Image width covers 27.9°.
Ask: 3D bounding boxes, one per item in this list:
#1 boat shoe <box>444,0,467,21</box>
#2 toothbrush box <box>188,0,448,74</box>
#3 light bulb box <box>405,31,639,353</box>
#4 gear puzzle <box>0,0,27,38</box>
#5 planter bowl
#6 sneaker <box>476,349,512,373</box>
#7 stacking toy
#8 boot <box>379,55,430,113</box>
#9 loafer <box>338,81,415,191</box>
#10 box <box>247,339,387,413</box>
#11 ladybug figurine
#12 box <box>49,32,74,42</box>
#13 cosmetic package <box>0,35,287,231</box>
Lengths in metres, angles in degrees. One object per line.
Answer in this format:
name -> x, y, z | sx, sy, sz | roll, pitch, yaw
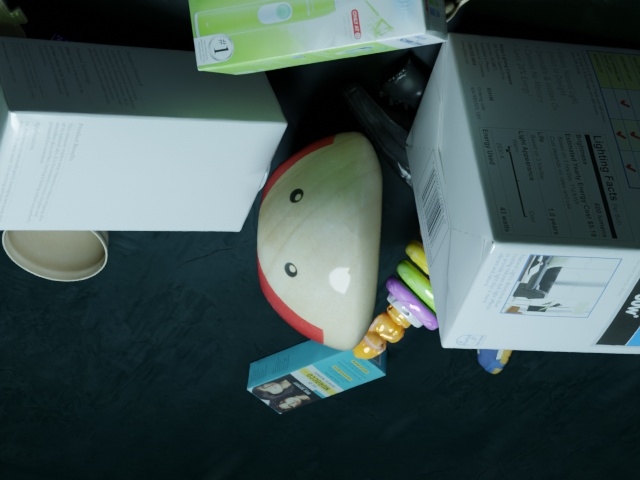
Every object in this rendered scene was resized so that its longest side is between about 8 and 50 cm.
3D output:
boat shoe -> 0.120, -0.321, 1.597 | 0.122, 0.110, 0.341 | 31, 134, -28
toothbrush box -> -0.009, -0.318, 1.515 | 0.283, 0.206, 0.122 | -6, -178, 18
light bulb box -> 0.330, -0.058, 1.661 | 0.361, 0.357, 0.225 | 3, 142, -12
gear puzzle -> -0.419, -0.199, 1.751 | 0.176, 0.044, 0.339 | -16, 137, 11
planter bowl -> -0.405, -0.028, 2.010 | 0.162, 0.109, 0.162 | 3, 140, 2
sneaker -> 0.277, 0.102, 2.113 | 0.131, 0.111, 0.296 | 19, 140, 12
stacking toy -> 0.160, 0.068, 1.914 | 0.302, 0.175, 0.166 | -46, 125, 1
boot -> 0.149, -0.218, 1.773 | 0.099, 0.045, 0.121 | 36, 130, -23
loafer -> 0.109, -0.154, 1.840 | 0.078, 0.076, 0.223 | -44, 120, 0
box -> -0.007, 0.232, 2.313 | 0.244, 0.060, 0.100 | -24, 132, 31
ladybug figurine -> 0.000, 0.000, 1.804 | 0.162, 0.305, 0.449 | 3, 175, 2
box -> -0.350, -0.203, 1.822 | 0.137, 0.072, 0.126 | 27, 136, -24
cosmetic package -> -0.263, -0.134, 1.716 | 0.385, 0.156, 0.217 | 0, 136, -31
